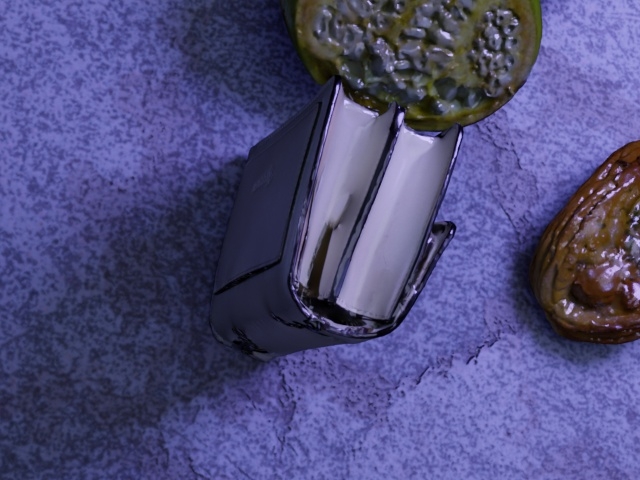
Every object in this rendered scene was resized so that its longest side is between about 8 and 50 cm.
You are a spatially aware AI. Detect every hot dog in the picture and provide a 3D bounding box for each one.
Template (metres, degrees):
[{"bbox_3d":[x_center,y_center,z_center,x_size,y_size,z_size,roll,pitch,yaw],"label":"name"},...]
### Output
[{"bbox_3d":[0.375,0.003,1.530,0.272,0.122,0.196,-42,95,-19],"label":"hot dog"}]

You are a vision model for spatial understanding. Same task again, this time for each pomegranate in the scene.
[{"bbox_3d":[0.125,-0.308,1.433,0.310,0.216,0.358,37,106,-14],"label":"pomegranate"}]

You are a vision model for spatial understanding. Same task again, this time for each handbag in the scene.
[{"bbox_3d":[0.000,0.000,1.302,0.160,0.358,0.236,23,76,-12],"label":"handbag"}]
